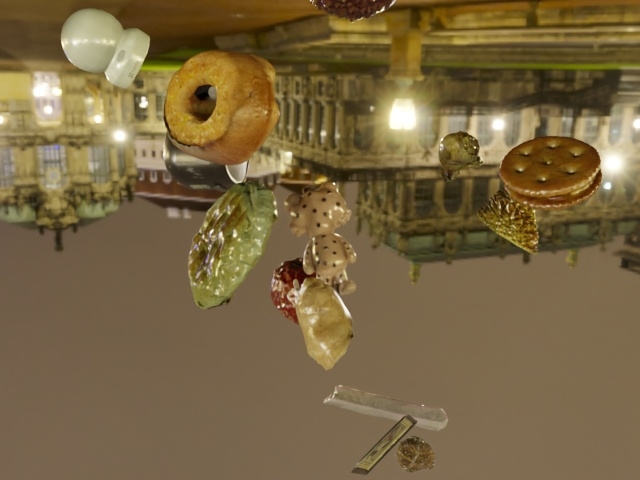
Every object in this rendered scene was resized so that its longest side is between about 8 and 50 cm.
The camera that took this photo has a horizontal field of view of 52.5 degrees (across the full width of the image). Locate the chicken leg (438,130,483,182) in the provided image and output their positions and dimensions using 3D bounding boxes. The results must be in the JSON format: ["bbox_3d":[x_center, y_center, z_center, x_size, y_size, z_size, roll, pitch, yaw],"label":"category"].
[{"bbox_3d":[0.344,-0.204,1.613,0.103,0.088,0.227,-21,159,2],"label":"chicken leg"}]

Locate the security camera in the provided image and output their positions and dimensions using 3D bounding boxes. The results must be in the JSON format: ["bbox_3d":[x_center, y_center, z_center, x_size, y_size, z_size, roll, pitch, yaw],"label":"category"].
[{"bbox_3d":[-0.659,-0.589,1.958,0.236,0.194,0.195,21,-177,-29],"label":"security camera"}]

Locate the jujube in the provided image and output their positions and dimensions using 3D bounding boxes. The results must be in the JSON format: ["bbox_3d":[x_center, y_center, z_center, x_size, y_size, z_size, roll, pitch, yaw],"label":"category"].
[{"bbox_3d":[-0.065,0.170,2.167,0.213,0.212,0.232,-2,-163,-12],"label":"jujube"}]

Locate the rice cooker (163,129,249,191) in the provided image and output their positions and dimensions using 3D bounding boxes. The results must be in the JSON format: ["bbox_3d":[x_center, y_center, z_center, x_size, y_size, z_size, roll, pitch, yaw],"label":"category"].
[{"bbox_3d":[-0.351,-0.276,2.011,0.225,0.266,0.267,1,-167,14],"label":"rice cooker"}]

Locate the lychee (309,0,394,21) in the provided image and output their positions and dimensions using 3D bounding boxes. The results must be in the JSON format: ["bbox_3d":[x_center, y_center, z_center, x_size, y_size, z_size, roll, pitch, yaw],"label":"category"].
[{"bbox_3d":[0.057,-0.534,1.181,0.272,0.271,0.271,1,-167,0],"label":"lychee"}]

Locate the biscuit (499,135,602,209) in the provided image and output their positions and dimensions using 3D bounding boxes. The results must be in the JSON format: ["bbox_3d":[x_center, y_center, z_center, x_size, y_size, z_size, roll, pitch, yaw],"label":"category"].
[{"bbox_3d":[0.516,-0.155,1.458,0.221,0.066,0.220,-13,-141,11],"label":"biscuit"}]

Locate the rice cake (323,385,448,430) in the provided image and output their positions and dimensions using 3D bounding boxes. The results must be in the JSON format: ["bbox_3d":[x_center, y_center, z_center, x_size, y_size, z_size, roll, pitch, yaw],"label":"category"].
[{"bbox_3d":[0.192,0.487,1.889,0.365,0.072,0.056,13,-123,2],"label":"rice cake"}]

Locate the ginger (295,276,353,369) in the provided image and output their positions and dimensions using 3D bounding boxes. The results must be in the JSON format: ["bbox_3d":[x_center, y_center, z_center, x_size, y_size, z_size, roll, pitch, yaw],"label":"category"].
[{"bbox_3d":[0.000,0.163,1.323,0.115,0.122,0.193,-28,-143,2],"label":"ginger"}]

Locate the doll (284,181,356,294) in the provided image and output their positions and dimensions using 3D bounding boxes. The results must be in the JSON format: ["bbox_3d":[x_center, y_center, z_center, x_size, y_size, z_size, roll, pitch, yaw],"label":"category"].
[{"bbox_3d":[0.002,0.000,1.509,0.154,0.277,0.119,-7,164,2],"label":"doll"}]

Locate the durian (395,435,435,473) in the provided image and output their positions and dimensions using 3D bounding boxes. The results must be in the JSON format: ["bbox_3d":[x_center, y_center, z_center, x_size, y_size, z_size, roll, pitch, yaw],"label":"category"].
[{"bbox_3d":[0.203,0.458,1.373,0.091,0.080,0.080,39,-173,-12],"label":"durian"}]

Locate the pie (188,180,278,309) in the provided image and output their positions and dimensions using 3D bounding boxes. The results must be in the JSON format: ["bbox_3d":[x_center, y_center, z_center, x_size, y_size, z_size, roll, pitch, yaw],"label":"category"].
[{"bbox_3d":[-0.191,0.005,1.327,0.071,0.306,0.306,26,-178,-26],"label":"pie"}]

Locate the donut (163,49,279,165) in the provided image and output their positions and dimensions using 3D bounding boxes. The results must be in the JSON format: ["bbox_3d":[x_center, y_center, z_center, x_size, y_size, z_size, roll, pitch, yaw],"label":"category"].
[{"bbox_3d":[-0.244,-0.324,1.586,0.317,0.299,0.150,-33,156,34],"label":"donut"}]

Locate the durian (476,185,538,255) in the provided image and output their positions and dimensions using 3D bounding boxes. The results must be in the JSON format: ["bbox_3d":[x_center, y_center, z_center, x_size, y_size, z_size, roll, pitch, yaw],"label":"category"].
[{"bbox_3d":[0.483,-0.055,1.673,0.145,0.139,0.252,-28,-157,-2],"label":"durian"}]

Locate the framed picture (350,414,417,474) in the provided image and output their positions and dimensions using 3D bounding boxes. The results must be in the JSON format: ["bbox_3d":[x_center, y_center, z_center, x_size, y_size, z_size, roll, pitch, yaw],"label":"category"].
[{"bbox_3d":[0.160,0.508,1.609,0.010,0.199,0.195,44,175,26],"label":"framed picture"}]
